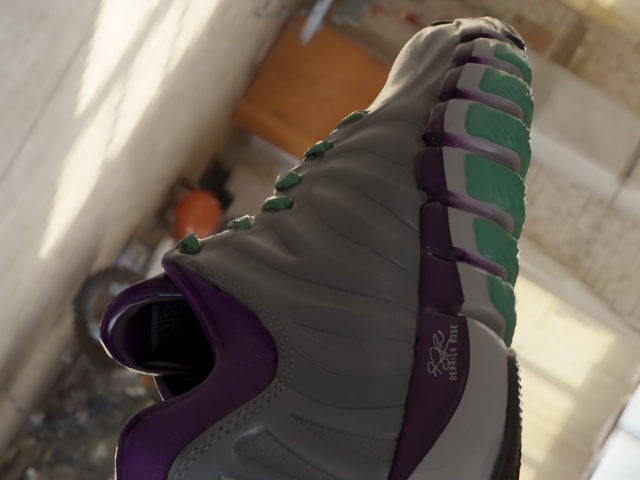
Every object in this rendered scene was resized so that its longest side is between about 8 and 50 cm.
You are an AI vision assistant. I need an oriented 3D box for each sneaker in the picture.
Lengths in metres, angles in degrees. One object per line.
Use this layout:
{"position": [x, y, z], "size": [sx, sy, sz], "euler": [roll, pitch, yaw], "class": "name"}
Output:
{"position": [0.000, 0.000, 0.426], "size": [0.224, 0.098, 0.083], "euler": [-81, -178, -56], "class": "sneaker"}
